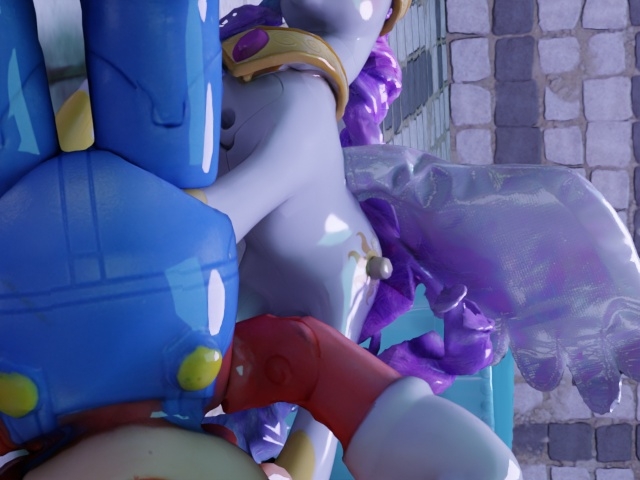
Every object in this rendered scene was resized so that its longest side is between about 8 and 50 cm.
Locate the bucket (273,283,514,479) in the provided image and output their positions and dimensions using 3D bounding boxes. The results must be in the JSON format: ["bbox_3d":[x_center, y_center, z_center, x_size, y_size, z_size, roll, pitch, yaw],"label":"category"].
[{"bbox_3d":[0.063,0.091,1.107,0.281,0.183,0.281,-1,90,-79],"label":"bucket"}]

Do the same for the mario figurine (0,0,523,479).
[{"bbox_3d":[-0.056,0.039,0.403,0.170,0.198,0.320,-21,104,-64],"label":"mario figurine"}]

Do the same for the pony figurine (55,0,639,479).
[{"bbox_3d":[0.000,0.000,0.712,0.363,0.303,0.351,-58,139,-43],"label":"pony figurine"}]
